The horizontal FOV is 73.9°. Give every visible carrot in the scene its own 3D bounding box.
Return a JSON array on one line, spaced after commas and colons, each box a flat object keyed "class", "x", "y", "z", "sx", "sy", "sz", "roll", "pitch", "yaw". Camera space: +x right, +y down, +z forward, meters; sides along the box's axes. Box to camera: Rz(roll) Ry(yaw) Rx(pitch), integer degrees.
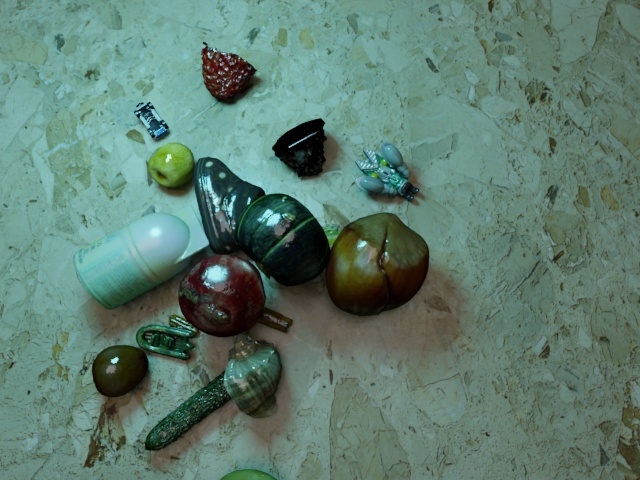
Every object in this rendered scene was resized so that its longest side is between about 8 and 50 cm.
[{"class": "carrot", "x": -0.226, "y": 0.260, "z": 1.504, "sx": 0.260, "sy": 0.070, "sz": 0.070, "roll": 21, "pitch": 75, "yaw": 4}]

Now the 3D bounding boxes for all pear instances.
[{"class": "pear", "x": -0.562, "y": -0.292, "z": 1.619, "sx": 0.177, "sy": 0.178, "sz": 0.178, "roll": 0, "pitch": 74, "yaw": 0}]

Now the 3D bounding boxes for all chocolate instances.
[{"class": "chocolate", "x": -0.055, "y": -0.340, "z": 1.658, "sx": 0.224, "sy": 0.206, "sz": 0.177, "roll": -27, "pitch": 120, "yaw": 3}, {"class": "chocolate", "x": -0.660, "y": 0.427, "z": 1.412, "sx": 0.176, "sy": 0.177, "sz": 0.177, "roll": 0, "pitch": 74, "yaw": 0}]

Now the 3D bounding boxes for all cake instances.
[{"class": "cake", "x": -0.006, "y": 0.008, "z": 1.589, "sx": 0.225, "sy": 0.090, "sz": 0.110, "roll": -7, "pitch": 71, "yaw": -21}]

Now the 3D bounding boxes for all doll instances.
[{"class": "doll", "x": 0.258, "y": -0.264, "z": 1.607, "sx": 0.258, "sy": 0.153, "sz": 0.195, "roll": 9, "pitch": 88, "yaw": -2}]

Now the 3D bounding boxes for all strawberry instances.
[{"class": "strawberry", "x": -0.387, "y": -0.660, "z": 1.709, "sx": 0.233, "sy": 0.234, "sz": 0.178, "roll": 17, "pitch": 95, "yaw": 5}]

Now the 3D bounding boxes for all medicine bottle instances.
[{"class": "medicine bottle", "x": -0.599, "y": 0.041, "z": 1.481, "sx": 0.406, "sy": 0.236, "sz": 0.236, "roll": -30, "pitch": 76, "yaw": -7}]

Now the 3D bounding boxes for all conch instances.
[{"class": "conch", "x": -0.200, "y": 0.430, "z": 1.390, "sx": 0.158, "sy": 0.210, "sz": 0.291, "roll": -32, "pitch": 90, "yaw": 9}]

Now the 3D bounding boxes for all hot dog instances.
[{"class": "hot dog", "x": -0.488, "y": 0.300, "z": 1.509, "sx": 0.122, "sy": 0.037, "sz": 0.049, "roll": 21, "pitch": 79, "yaw": 7}]

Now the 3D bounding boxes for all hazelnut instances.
[{"class": "hazelnut", "x": 0.183, "y": 0.088, "z": 1.427, "sx": 0.372, "sy": 0.315, "sz": 0.373, "roll": -8, "pitch": 117, "yaw": -15}]

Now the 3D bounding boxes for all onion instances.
[{"class": "onion", "x": -0.312, "y": 0.179, "z": 1.355, "sx": 0.276, "sy": 0.276, "sz": 0.277, "roll": 0, "pitch": 74, "yaw": 0}]

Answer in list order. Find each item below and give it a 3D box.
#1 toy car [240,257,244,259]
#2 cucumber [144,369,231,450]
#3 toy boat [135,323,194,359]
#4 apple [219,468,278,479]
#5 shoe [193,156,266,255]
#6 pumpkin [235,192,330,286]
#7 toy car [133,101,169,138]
[{"class": "toy car", "x": -0.360, "y": 0.124, "z": 1.521, "sx": 0.209, "sy": 0.108, "sz": 0.090, "roll": -23, "pitch": 75, "yaw": -6}, {"class": "cucumber", "x": -0.420, "y": 0.569, "z": 1.405, "sx": 0.359, "sy": 0.096, "sz": 0.096, "roll": -38, "pitch": 77, "yaw": -7}, {"class": "toy boat", "x": -0.540, "y": 0.350, "z": 1.484, "sx": 0.210, "sy": 0.052, "sz": 0.104, "roll": 12, "pitch": 93, "yaw": 3}, {"class": "apple", "x": -0.220, "y": 0.822, "z": 1.249, "sx": 0.262, "sy": 0.262, "sz": 0.263, "roll": 0, "pitch": 74, "yaw": 0}, {"class": "shoe", "x": -0.318, "y": -0.149, "z": 1.565, "sx": 0.237, "sy": 0.171, "sz": 0.384, "roll": -16, "pitch": 76, "yaw": 3}, {"class": "pumpkin", "x": -0.115, "y": -0.001, "z": 1.350, "sx": 0.323, "sy": 0.323, "sz": 0.241, "roll": 42, "pitch": 75, "yaw": 11}, {"class": "toy car", "x": -0.684, "y": -0.488, "z": 1.719, "sx": 0.080, "sy": 0.070, "sz": 0.171, "roll": -37, "pitch": 79, "yaw": -9}]
